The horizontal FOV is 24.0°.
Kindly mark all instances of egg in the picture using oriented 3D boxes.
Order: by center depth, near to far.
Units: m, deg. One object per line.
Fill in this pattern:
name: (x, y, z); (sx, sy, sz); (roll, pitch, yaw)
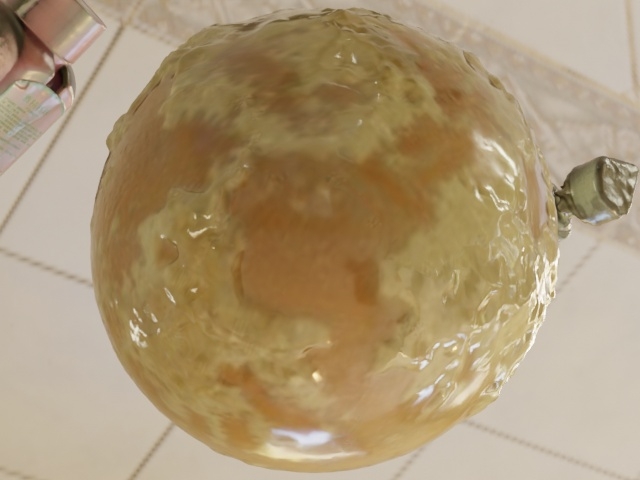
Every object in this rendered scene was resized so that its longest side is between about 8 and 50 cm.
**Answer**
egg: (0.000, 0.000, 0.615); (0.195, 0.233, 0.195); (7, 112, 17)

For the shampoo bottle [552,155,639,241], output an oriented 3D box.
shampoo bottle: (0.057, 0.015, 0.946); (0.309, 0.098, 0.071); (-25, 123, 40)

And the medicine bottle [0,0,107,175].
medicine bottle: (-0.282, -0.150, 1.330); (0.188, 0.119, 0.094); (-44, 151, 3)
